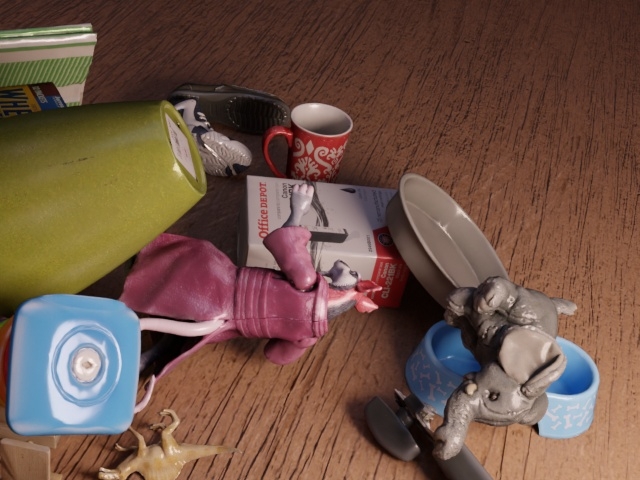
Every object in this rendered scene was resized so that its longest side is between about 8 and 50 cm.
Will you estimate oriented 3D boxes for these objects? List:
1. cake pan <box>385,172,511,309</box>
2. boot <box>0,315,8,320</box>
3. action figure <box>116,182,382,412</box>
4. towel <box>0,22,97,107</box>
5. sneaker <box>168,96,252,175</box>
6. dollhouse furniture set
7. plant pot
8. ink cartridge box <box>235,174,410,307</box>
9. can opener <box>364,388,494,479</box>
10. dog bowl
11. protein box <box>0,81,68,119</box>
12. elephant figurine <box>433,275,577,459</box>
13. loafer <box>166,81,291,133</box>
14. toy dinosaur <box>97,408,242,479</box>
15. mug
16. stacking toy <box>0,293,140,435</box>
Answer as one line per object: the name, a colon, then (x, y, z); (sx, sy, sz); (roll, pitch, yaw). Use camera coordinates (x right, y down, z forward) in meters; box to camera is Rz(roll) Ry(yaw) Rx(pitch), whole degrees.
cake pan: (0.210, 0.020, 1.533); (0.293, 0.054, 0.293); (40, 26, -24)
boot: (-0.523, 0.036, 1.302); (0.206, 0.090, 0.248); (-6, 72, -30)
action figure: (-0.100, 0.077, 1.292); (0.370, 0.248, 0.276); (-2, 21, 8)
towel: (-0.517, -0.241, 1.572); (0.247, 0.325, 0.038); (-13, 66, -29)
sneaker: (-0.227, -0.213, 1.792); (0.234, 0.094, 0.153); (9, 45, 14)
dollhouse furniture set: (-0.380, 0.230, 1.152); (0.144, 0.123, 0.151); (12, 37, 0)
plant pot: (-0.313, -0.069, 1.247); (0.293, 0.275, 0.275); (-20, 38, 9)
ink cartridge box: (0.000, 0.000, 1.562); (0.272, 0.114, 0.197); (4, 39, -9)
can opener: (0.171, 0.309, 1.262); (0.093, 0.074, 0.280); (-41, 52, -6)
dog bowl: (0.281, 0.201, 1.413); (0.297, 0.074, 0.166); (10, 37, -1)
protein box: (-0.510, -0.128, 1.516); (0.199, 0.201, 0.136); (-12, 43, -28)
elephant figurine: (0.256, 0.184, 1.276); (0.169, 0.186, 0.239); (36, 38, -42)
loafer: (-0.183, -0.284, 1.897); (0.251, 0.094, 0.087); (10, 41, -3)
toy dinosaur: (-0.202, 0.274, 1.220); (0.183, 0.053, 0.093); (-10, 57, -15)
mug: (-0.028, -0.156, 1.711); (0.150, 0.169, 0.113); (16, 38, 6)
stacking toy: (-0.378, 0.156, 1.188); (0.301, 0.166, 0.175); (-6, -12, 44)
